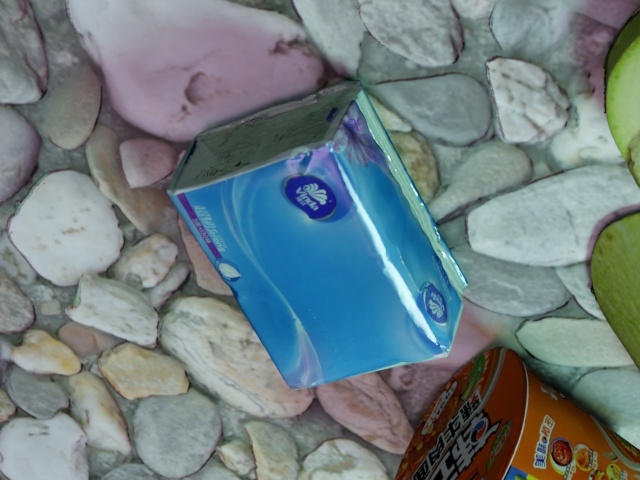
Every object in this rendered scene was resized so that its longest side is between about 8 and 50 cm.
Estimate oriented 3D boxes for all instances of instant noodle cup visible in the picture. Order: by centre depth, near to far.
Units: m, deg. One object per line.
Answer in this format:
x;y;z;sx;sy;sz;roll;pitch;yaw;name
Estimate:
0.214;0.265;1.520;0.192;0.250;0.250;30;128;-16;instant noodle cup

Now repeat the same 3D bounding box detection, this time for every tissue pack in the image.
0.000;0.000;1.441;0.198;0.146;0.263;-16;118;26;tissue pack

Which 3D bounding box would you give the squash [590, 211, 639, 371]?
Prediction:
0.395;0.054;1.441;0.237;0.155;0.204;-32;148;31;squash

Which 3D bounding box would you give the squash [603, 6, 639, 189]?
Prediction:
0.345;-0.114;1.273;0.220;0.133;0.220;12;127;16;squash
